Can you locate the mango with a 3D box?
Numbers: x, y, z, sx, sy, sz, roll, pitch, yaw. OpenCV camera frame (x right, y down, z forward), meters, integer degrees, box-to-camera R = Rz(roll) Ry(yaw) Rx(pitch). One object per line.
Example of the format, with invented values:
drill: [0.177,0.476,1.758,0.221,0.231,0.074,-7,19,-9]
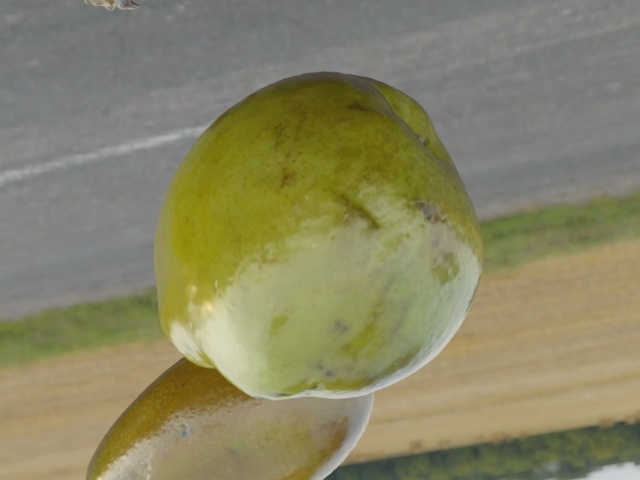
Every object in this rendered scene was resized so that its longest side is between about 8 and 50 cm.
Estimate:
mango: [-0.067,0.136,0.949,0.227,0.099,0.136,-29,126,2]

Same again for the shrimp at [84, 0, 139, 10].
shrimp: [-0.206,-0.290,1.219,0.132,0.187,0.051,-40,-166,2]

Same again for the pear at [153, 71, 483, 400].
pear: [0.000,0.000,0.785,0.200,0.200,0.200,-9,170,-1]
